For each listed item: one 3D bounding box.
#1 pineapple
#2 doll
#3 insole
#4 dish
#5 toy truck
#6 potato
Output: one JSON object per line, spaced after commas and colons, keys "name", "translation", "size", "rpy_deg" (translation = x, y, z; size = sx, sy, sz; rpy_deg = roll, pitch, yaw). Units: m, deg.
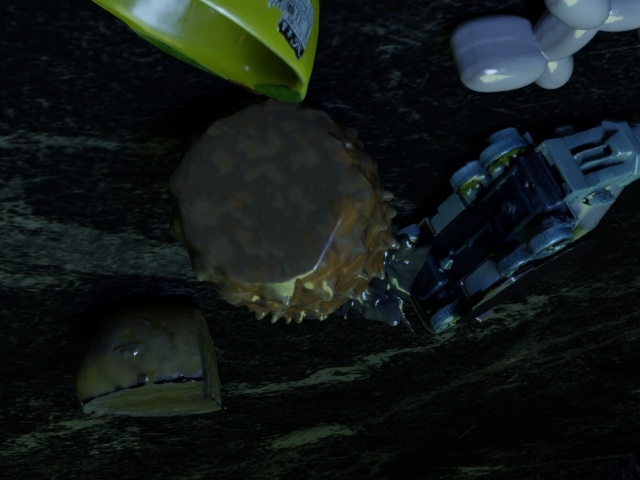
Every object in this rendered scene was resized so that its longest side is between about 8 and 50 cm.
{"name": "pineapple", "translation": [0.000, 0.000, 0.976], "size": [0.169, 0.169, 0.340], "rpy_deg": [-18, 165, 10]}
{"name": "doll", "translation": [0.191, -0.153, 0.835], "size": [0.160, 0.059, 0.161], "rpy_deg": [2, 152, -34]}
{"name": "insole", "translation": [0.179, 0.037, 1.065], "size": [0.153, 0.002, 0.053], "rpy_deg": [-37, 160, 34]}
{"name": "dish", "translation": [-0.057, -0.144, 0.635], "size": [0.149, 0.080, 0.208], "rpy_deg": [25, 176, 20]}
{"name": "toy truck", "translation": [0.181, -0.018, 1.098], "size": [0.140, 0.108, 0.256], "rpy_deg": [-15, 159, -35]}
{"name": "potato", "translation": [-0.176, 0.123, 1.227], "size": [0.138, 0.098, 0.243], "rpy_deg": [-9, 164, -2]}
